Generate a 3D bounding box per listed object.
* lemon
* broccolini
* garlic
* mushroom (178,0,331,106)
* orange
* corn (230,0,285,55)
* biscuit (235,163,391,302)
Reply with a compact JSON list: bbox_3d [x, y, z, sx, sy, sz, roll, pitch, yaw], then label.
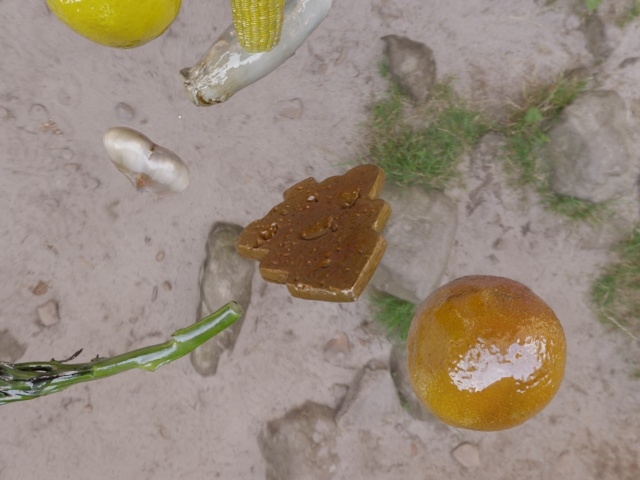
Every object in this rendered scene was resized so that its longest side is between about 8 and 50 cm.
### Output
[{"bbox_3d":[-0.282,-0.355,0.865,0.203,0.178,0.178,15,99,-48],"label":"lemon"},{"bbox_3d":[-0.196,0.080,0.502,0.271,0.123,0.062,-16,67,-10],"label":"broccolini"},{"bbox_3d":[-0.335,-0.150,1.197,0.174,0.124,0.099,32,71,-34],"label":"garlic"},{"bbox_3d":[-0.130,-0.419,1.300,0.397,0.177,0.126,-55,141,-29],"label":"mushroom"},{"bbox_3d":[0.259,0.184,1.024,0.264,0.264,0.264,-2,101,-12],"label":"orange"},{"bbox_3d":[-0.096,-0.353,0.947,0.085,0.165,0.063,-35,71,-19],"label":"corn"},{"bbox_3d":[0.001,0.001,0.983,0.278,0.302,0.043,-25,129,4],"label":"biscuit"}]
